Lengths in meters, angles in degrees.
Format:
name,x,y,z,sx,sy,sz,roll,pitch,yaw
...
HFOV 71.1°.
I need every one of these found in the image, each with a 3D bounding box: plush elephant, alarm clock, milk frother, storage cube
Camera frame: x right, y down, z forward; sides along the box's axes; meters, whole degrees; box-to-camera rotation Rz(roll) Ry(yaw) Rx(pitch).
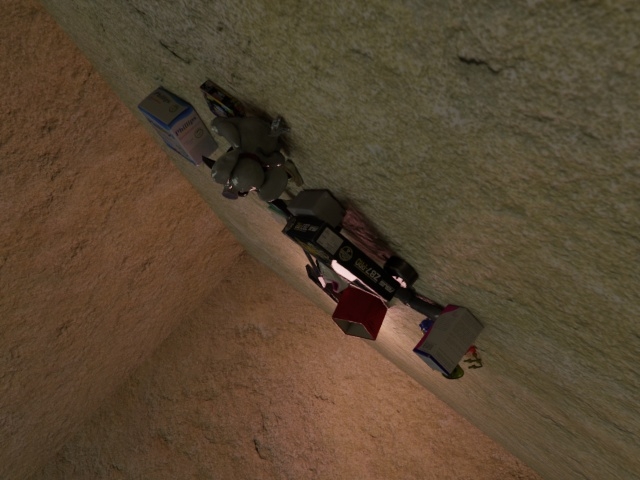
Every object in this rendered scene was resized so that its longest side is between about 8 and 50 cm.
name,x,y,z,sx,sy,sz,roll,pitch,yaw
plush elephant,-0.244,-0.265,1.499,0.272,0.255,0.330,30,166,-30
alarm clock,0.305,0.133,1.674,0.192,0.064,0.129,47,166,-32
milk frother,-0.419,-0.290,2.205,0.129,0.134,0.143,5,158,13
storage cube,0.201,0.371,2.289,0.215,0.193,0.183,5,145,37

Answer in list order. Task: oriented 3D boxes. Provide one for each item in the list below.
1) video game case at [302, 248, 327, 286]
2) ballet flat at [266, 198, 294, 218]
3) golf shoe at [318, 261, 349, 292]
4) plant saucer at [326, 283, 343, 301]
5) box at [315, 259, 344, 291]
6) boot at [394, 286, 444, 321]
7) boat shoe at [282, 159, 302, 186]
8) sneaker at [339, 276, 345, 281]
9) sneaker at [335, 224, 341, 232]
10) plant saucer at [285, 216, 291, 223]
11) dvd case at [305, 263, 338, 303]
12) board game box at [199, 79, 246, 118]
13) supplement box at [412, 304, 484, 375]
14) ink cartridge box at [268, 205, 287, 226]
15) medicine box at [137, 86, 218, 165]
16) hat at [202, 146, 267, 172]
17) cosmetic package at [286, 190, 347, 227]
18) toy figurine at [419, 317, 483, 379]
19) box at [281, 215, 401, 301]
name,x,y,z,sx,sy,sz,roll,pitch,yaw
video game case,-0.050,0.105,2.382,0.274,0.026,0.196,61,178,23
ballet flat,-0.110,-0.116,1.972,0.280,0.096,0.095,42,179,-13
golf shoe,0.041,0.129,2.212,0.306,0.140,0.115,47,167,-14
plant saucer,0.124,0.315,2.590,0.278,0.041,0.278,45,-174,-6
box,0.083,0.189,2.447,0.231,0.056,0.183,37,167,19
boot,0.388,0.250,1.763,0.190,0.076,0.208,35,-179,-42
boat shoe,-0.110,-0.245,1.687,0.050,0.045,0.135,31,162,38
sneaker,0.160,0.149,2.085,0.229,0.087,0.092,14,142,49
sneaker,0.018,-0.072,1.859,0.161,0.075,0.057,9,121,21
plant saucer,-0.095,-0.080,2.079,0.169,0.029,0.168,23,150,14
dvd case,0.010,0.247,2.578,0.239,0.029,0.179,44,-174,-17
board game box,-0.344,-0.479,1.616,0.170,0.048,0.141,38,164,18
supplement box,0.450,0.347,1.582,0.114,0.220,0.111,44,167,-13
ink cartridge box,-0.151,-0.083,2.275,0.171,0.056,0.235,30,159,39
medicine box,-0.671,-0.537,2.124,0.263,0.149,0.289,34,165,30
hat,-0.323,-0.314,1.881,0.331,0.133,0.331,26,176,2
cosmetic package,-0.018,-0.116,1.707,0.127,0.107,0.238,44,170,-21
toy figurine,0.519,0.417,1.892,0.362,0.191,0.217,45,-162,-41
box,0.072,0.060,1.682,0.395,0.097,0.318,38,173,-24
